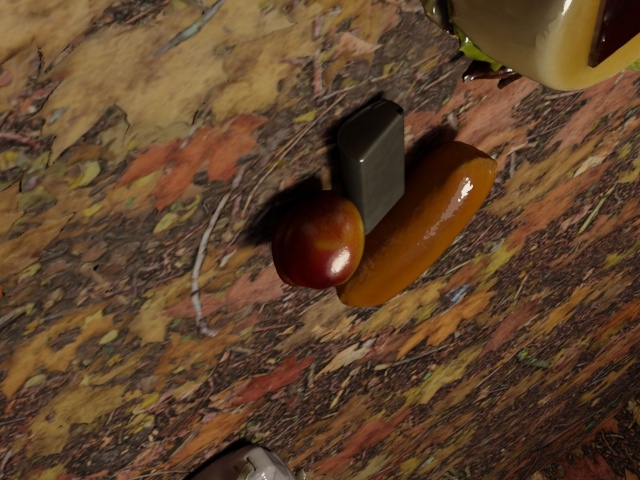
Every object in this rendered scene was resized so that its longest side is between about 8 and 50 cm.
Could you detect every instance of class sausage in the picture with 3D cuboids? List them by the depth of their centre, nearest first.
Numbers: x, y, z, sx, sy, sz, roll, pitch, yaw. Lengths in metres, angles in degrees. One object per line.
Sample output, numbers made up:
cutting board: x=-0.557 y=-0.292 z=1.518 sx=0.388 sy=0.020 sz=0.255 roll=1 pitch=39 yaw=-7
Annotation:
sausage: x=0.100 y=-0.015 z=1.554 sx=0.238 sy=0.098 sz=0.098 roll=-50 pitch=157 yaw=25

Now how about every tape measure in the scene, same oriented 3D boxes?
tape measure: x=-0.119 y=0.372 z=2.001 sx=0.178 sy=0.105 sz=0.196 roll=-39 pitch=161 yaw=5

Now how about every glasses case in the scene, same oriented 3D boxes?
glasses case: x=0.052 y=-0.072 z=1.414 sx=0.072 sy=0.042 sz=0.190 roll=-41 pitch=161 yaw=-12

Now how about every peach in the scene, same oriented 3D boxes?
peach: x=-0.001 y=-0.001 z=1.413 sx=0.100 sy=0.101 sz=0.101 roll=-33 pitch=159 yaw=-14

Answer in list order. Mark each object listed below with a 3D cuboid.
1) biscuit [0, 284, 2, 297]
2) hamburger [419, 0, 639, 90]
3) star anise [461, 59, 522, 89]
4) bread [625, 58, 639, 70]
biscuit: x=-0.328 y=0.043 z=1.033 sx=0.165 sy=0.036 sz=0.250 roll=-36 pitch=160 yaw=-9
hamburger: x=0.205 y=-0.256 z=1.089 sx=0.302 sy=0.170 sz=0.302 roll=-37 pitch=157 yaw=-19
star anise: x=0.241 y=-0.204 z=1.431 sx=0.212 sy=0.053 sz=0.157 roll=-41 pitch=160 yaw=4
bread: x=0.395 y=-0.242 z=1.533 sx=0.228 sy=0.033 sz=0.228 roll=-12 pitch=165 yaw=-3
